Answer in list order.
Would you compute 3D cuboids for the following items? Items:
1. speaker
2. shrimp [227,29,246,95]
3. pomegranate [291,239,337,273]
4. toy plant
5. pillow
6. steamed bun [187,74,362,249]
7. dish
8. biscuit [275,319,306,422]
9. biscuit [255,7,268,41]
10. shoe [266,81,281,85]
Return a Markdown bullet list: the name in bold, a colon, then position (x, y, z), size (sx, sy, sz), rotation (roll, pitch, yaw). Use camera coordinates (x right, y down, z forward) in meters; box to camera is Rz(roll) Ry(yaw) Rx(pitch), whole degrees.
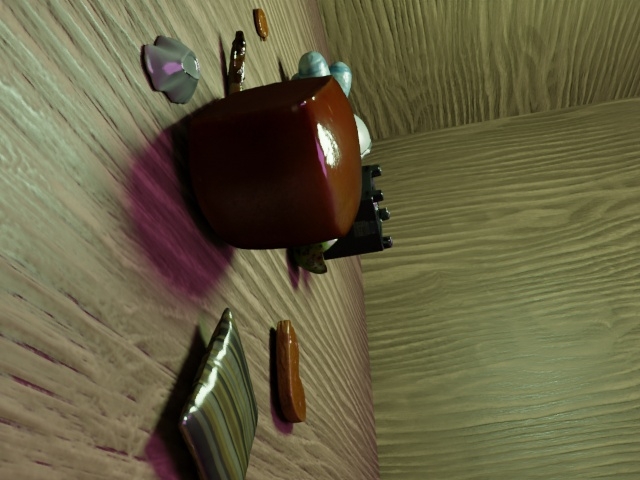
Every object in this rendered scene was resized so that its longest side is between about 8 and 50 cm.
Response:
- **speaker**: position (0.066, -0.079, 1.556), size (0.232, 0.253, 0.184), rotation (-84, 162, -59)
- **shrimp**: position (-0.147, -0.297, 1.070), size (0.148, 0.035, 0.195), rotation (13, 77, -78)
- **pomegranate**: position (-0.013, -0.004, 1.376), size (0.143, 0.122, 0.169), rotation (-88, -158, -71)
- **toy plant**: position (0.012, -0.407, 1.643), size (0.247, 0.246, 0.332), rotation (-87, 162, -51)
- **pillow**: position (-0.125, 0.229, 0.707), size (0.212, 0.052, 0.208), rotation (-78, 161, -60)
- **steamed bun**: position (-0.051, -0.119, 0.886), size (0.379, 0.234, 0.249), rotation (-73, 154, -66)
- **dish**: position (-0.191, -0.234, 0.733), size (0.137, 0.039, 0.091), rotation (-69, 150, -75)
- **biscuit**: position (-0.062, 0.275, 1.122), size (0.186, 0.036, 0.192), rotation (70, 14, -63)
- **biscuit**: position (-0.148, -0.538, 1.359), size (0.091, 0.015, 0.078), rotation (-60, 143, -75)
- **shoe**: position (-0.090, -0.346, 1.392), size (0.179, 0.071, 0.049), rotation (24, 59, -73)
